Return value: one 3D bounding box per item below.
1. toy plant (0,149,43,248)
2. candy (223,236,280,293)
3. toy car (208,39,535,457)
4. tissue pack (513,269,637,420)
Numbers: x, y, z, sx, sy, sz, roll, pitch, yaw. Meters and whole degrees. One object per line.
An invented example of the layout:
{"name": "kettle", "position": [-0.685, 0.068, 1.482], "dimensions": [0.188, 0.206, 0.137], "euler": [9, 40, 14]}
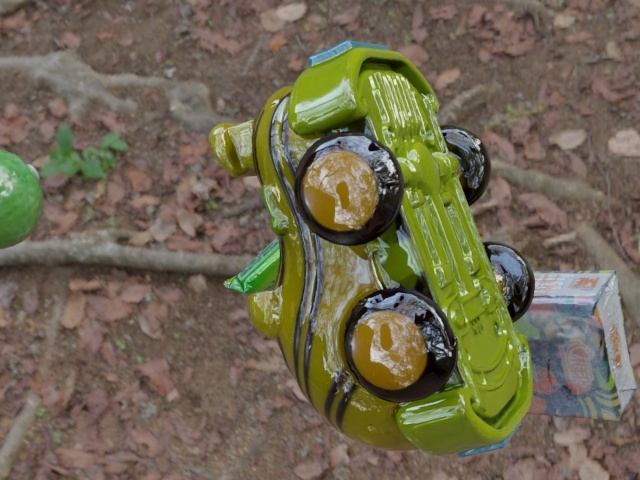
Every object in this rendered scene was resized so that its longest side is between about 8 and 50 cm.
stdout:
{"name": "toy plant", "position": [-0.366, -0.028, 0.814], "dimensions": [0.218, 0.235, 0.175], "euler": [-1, 94, 37]}
{"name": "candy", "position": [0.000, 0.001, 0.853], "dimensions": [0.178, 0.102, 0.032], "euler": [-40, 61, 33]}
{"name": "toy car", "position": [0.028, 0.013, 0.563], "dimensions": [0.142, 0.200, 0.247], "euler": [-20, 85, 27]}
{"name": "tissue pack", "position": [0.165, 0.080, 0.742], "dimensions": [0.148, 0.108, 0.060], "euler": [-2, 25, 36]}
